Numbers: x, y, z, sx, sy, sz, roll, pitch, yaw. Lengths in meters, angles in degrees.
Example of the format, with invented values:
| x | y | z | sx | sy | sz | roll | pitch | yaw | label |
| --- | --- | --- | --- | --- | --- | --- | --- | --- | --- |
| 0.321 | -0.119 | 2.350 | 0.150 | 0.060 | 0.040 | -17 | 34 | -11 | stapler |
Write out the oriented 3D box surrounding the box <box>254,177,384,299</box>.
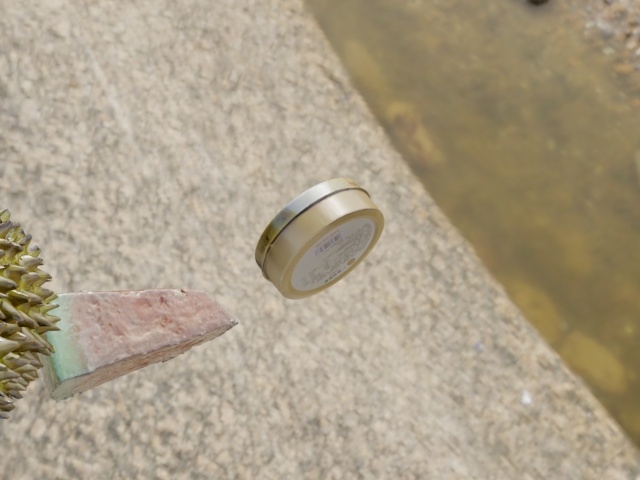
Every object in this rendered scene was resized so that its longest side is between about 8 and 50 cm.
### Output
| x | y | z | sx | sy | sz | roll | pitch | yaw | label |
| --- | --- | --- | --- | --- | --- | --- | --- | --- | --- |
| 0.000 | 0.000 | 0.849 | 0.105 | 0.105 | 0.037 | -21 | 59 | -34 | box |

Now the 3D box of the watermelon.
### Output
| x | y | z | sx | sy | sz | roll | pitch | yaw | label |
| --- | --- | --- | --- | --- | --- | --- | --- | --- | --- |
| -0.240 | 0.115 | 1.396 | 0.256 | 0.193 | 0.140 | -11 | 85 | -23 | watermelon |

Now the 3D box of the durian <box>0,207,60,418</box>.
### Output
| x | y | z | sx | sy | sz | roll | pitch | yaw | label |
| --- | --- | --- | --- | --- | --- | --- | --- | --- | --- |
| -0.321 | 0.038 | 0.789 | 0.293 | 0.258 | 0.258 | 46 | 42 | -30 | durian |
